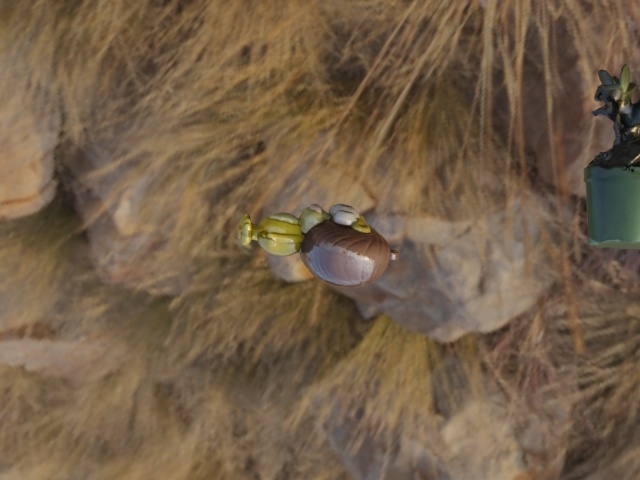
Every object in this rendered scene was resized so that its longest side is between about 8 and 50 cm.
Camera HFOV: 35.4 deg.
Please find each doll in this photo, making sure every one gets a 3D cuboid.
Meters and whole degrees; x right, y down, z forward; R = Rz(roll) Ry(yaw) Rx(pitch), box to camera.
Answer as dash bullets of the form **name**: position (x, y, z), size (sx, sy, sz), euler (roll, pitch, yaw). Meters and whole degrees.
- **doll**: position (0.001, 0.001, 1.190), size (0.188, 0.096, 0.145), euler (11, -174, -33)

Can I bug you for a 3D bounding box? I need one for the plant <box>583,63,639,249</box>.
- **plant**: position (0.171, -0.047, 0.552), size (0.051, 0.102, 0.051), euler (3, 177, 0)
